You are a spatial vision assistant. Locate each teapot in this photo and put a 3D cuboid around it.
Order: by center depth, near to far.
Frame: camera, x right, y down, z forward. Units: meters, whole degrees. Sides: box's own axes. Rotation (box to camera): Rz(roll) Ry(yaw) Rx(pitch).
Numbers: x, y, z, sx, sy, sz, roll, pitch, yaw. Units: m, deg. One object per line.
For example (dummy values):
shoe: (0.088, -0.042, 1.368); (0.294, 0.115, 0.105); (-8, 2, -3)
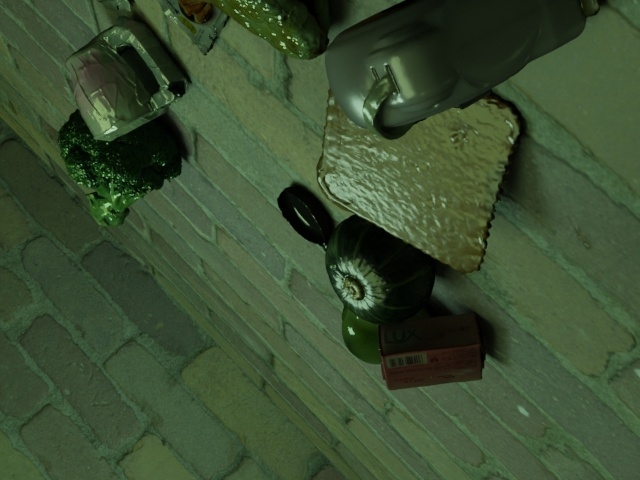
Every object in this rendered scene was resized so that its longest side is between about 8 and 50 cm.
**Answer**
teapot: (-0.358, -0.283, 1.512); (0.178, 0.163, 0.221); (62, 159, -14)

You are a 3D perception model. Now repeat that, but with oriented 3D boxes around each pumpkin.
pumpkin: (0.083, 0.038, 1.208); (0.167, 0.125, 0.167); (45, 157, 25)

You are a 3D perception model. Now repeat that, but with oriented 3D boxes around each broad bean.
broad bean: (0.114, 0.139, 1.398); (0.228, 0.100, 0.169); (3, 141, 48)

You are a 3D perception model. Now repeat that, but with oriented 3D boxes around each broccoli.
broccoli: (-0.413, -0.159, 1.763); (0.270, 0.270, 0.270); (37, 125, 30)

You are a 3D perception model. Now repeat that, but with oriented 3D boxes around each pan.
pan: (0.003, -0.001, 1.436); (0.212, 0.040, 0.115); (57, 160, -1)

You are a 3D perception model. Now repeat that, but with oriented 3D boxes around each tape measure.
tape measure: (0.101, -0.154, 0.714); (0.105, 0.196, 0.178); (64, 165, -15)

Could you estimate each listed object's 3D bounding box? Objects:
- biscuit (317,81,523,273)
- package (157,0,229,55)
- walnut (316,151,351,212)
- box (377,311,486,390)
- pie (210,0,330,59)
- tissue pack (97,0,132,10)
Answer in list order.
biscuit: (0.098, -0.092, 0.956); (0.237, 0.013, 0.232); (30, 136, 24)
package: (-0.202, -0.358, 1.225); (0.173, 0.027, 0.171); (47, 161, -6)
walnut: (0.053, -0.084, 1.093); (0.124, 0.105, 0.105); (35, 157, 26)
box: (0.162, 0.164, 1.255); (0.111, 0.156, 0.060); (76, -170, -50)
pie: (-0.094, -0.310, 0.973); (0.274, 0.105, 0.257); (40, 168, 24)
tissue pack: (-0.389, -0.468, 1.427); (0.122, 0.026, 0.193); (21, 147, 52)
